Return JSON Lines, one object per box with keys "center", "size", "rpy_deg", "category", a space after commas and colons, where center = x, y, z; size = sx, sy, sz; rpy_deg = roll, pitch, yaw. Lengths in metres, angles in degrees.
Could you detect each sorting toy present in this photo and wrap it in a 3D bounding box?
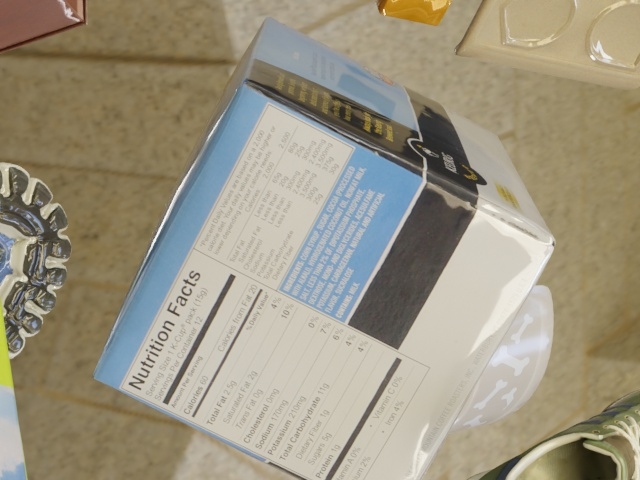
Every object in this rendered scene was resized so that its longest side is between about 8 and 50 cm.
{"center": [0.215, -0.250, 1.347], "size": [0.229, 0.307, 0.041], "rpy_deg": [-61, -147, 38], "category": "sorting toy"}

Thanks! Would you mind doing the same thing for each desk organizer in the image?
{"center": [-0.226, -0.157, 0.984], "size": [0.130, 0.050, 0.047], "rpy_deg": [-16, -121, 16], "category": "desk organizer"}

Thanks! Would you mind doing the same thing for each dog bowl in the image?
{"center": [0.081, 0.059, 1.591], "size": [0.349, 0.102, 0.348], "rpy_deg": [21, -57, 38], "category": "dog bowl"}

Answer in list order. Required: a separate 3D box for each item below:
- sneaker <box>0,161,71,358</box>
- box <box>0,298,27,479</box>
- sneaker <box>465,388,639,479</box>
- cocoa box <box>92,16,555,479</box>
{"center": [-0.278, 0.104, 0.923], "size": [0.147, 0.130, 0.330], "rpy_deg": [4, -116, 47], "category": "sneaker"}
{"center": [-0.171, 0.060, 0.554], "size": [0.042, 0.109, 0.178], "rpy_deg": [-57, -146, 26], "category": "box"}
{"center": [0.177, 0.137, 0.892], "size": [0.086, 0.192, 0.064], "rpy_deg": [133, -66, -76], "category": "sneaker"}
{"center": [0.000, 0.000, 1.084], "size": [0.228, 0.347, 0.231], "rpy_deg": [27, -76, -7], "category": "cocoa box"}
